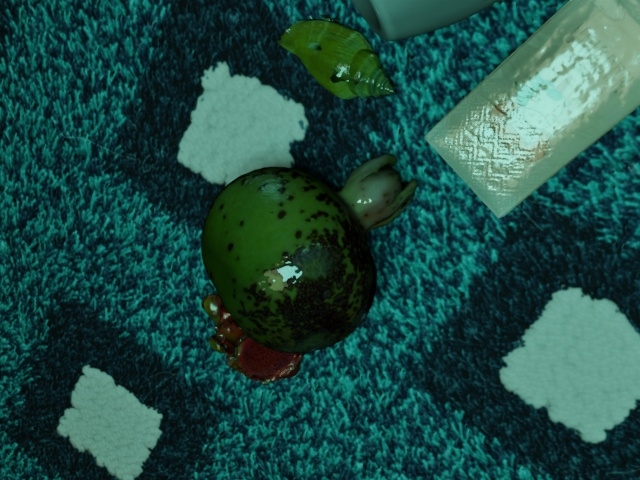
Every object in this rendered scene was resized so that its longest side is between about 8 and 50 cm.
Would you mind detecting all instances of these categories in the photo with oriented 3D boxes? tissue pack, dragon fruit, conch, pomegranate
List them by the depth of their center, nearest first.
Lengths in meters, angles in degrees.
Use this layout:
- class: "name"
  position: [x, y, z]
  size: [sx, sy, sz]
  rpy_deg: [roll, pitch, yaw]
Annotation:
- class: "tissue pack"
  position: [0.321, -0.196, 0.979]
  size: [0.325, 0.071, 0.170]
  rpy_deg: [-42, 87, 24]
- class: "conch"
  position: [0.032, -0.268, 1.060]
  size: [0.095, 0.079, 0.201]
  rpy_deg: [-45, 79, 5]
- class: "pomegranate"
  position: [0.000, 0.000, 1.062]
  size: [0.341, 0.285, 0.285]
  rpy_deg: [-35, 92, -3]
- class: "dragon fruit"
  position: [-0.120, 0.155, 1.198]
  size: [0.208, 0.150, 0.133]
  rpy_deg: [34, 83, 14]

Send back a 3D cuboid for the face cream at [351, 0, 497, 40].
- class: "face cream"
  position: [0.178, -0.416, 0.843]
  size: [0.357, 0.312, 0.219]
  rpy_deg: [-36, 67, 6]
